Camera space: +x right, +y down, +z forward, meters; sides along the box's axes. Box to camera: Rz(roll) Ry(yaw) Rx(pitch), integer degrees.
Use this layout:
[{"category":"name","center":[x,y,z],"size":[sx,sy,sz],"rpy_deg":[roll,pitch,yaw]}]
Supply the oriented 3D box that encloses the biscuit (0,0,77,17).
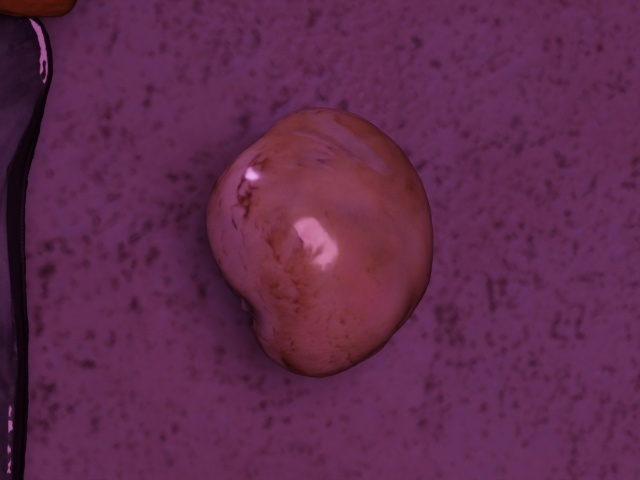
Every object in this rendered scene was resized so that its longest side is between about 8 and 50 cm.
[{"category":"biscuit","center":[-0.239,-0.159,0.986],"size":[0.249,0.035,0.184],"rpy_deg":[-11,63,-22]}]

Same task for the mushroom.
[{"category":"mushroom","center":[0.000,0.000,1.040],"size":[0.148,0.112,0.148],"rpy_deg":[33,46,-43]}]

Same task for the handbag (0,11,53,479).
[{"category":"handbag","center":[-0.242,0.013,1.007],"size":[0.192,0.075,0.332],"rpy_deg":[4,89,-10]}]
